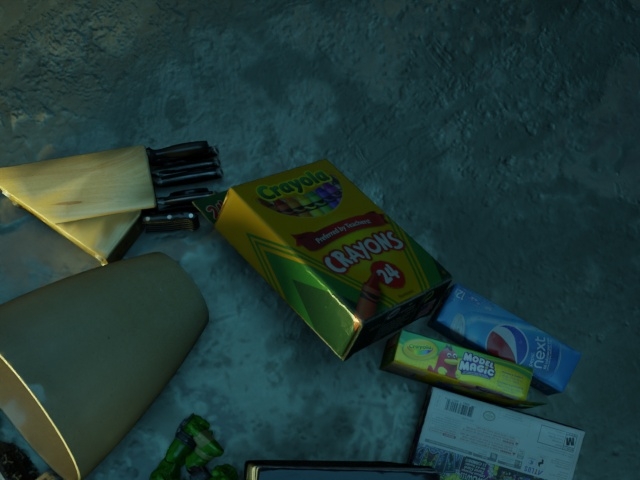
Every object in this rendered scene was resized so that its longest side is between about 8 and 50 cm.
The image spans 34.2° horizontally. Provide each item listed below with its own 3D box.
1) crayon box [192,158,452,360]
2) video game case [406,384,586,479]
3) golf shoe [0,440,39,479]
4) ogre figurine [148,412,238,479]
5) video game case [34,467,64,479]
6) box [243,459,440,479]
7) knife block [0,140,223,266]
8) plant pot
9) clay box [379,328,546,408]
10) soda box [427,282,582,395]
[{"bbox_3d":[0.000,0.000,1.427,0.318,0.081,0.202,44,40,22],"label":"crayon box"},{"bbox_3d":[0.237,0.338,1.480,0.232,0.042,0.210,16,86,-2],"label":"video game case"},{"bbox_3d":[-0.461,0.311,1.427,0.094,0.077,0.198,-40,83,6],"label":"golf shoe"},{"bbox_3d":[-0.174,0.330,1.404,0.118,0.097,0.197,-47,53,5],"label":"ogre figurine"},{"bbox_3d":[-0.290,0.370,1.344,0.206,0.227,0.026,27,89,0],"label":"video game case"},{"bbox_3d":[0.008,0.420,1.274,0.212,0.395,0.293,2,78,-4],"label":"box"},{"bbox_3d":[-0.289,-0.094,1.507,0.276,0.088,0.242,34,77,2],"label":"knife block"},{"bbox_3d":[-0.295,0.140,1.399,0.274,0.256,0.256,-38,84,-28],"label":"plant pot"},{"bbox_3d":[0.204,0.187,1.476,0.222,0.127,0.053,16,77,-3],"label":"clay box"},{"bbox_3d":[0.267,0.145,1.518,0.210,0.071,0.067,29,77,1],"label":"soda box"}]
